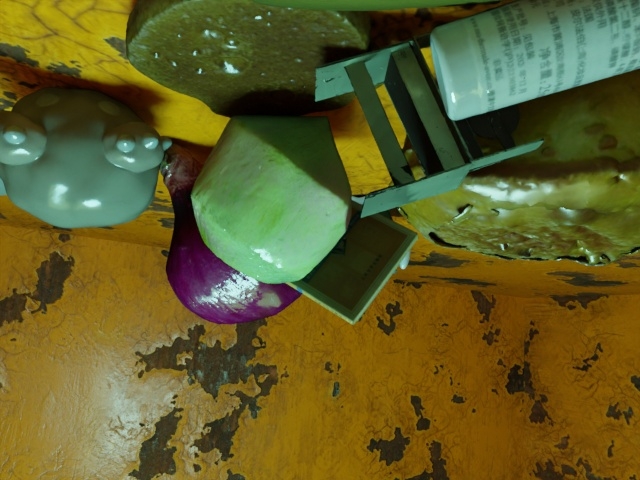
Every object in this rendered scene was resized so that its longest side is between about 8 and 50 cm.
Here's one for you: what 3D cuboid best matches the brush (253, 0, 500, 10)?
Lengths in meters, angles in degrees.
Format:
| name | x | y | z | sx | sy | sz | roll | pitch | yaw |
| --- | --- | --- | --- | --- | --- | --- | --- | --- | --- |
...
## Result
| name | x | y | z | sx | sy | sz | roll | pitch | yaw |
| --- | --- | --- | --- | --- | --- | --- | --- | --- | --- |
| brush | 0.046 | -0.196 | 0.325 | 0.198 | 0.059 | 0.123 | -1 | -159 | -4 |

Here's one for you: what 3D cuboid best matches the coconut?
| name | x | y | z | sx | sy | sz | roll | pitch | yaw |
| --- | --- | --- | --- | --- | --- | --- | --- | --- | --- |
| coconut | -0.058 | -0.070 | 0.640 | 0.205 | 0.235 | 0.236 | 34 | 161 | -16 |

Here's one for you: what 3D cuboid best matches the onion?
| name | x | y | z | sx | sy | sz | roll | pitch | yaw |
| --- | --- | --- | --- | --- | --- | --- | --- | --- | --- |
| onion | -0.176 | -0.035 | 0.918 | 0.385 | 0.347 | 0.348 | 48 | 153 | -17 |

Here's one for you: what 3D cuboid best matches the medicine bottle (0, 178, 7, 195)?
| name | x | y | z | sx | sy | sz | roll | pitch | yaw |
| --- | --- | --- | --- | --- | --- | --- | --- | --- | --- |
| medicine bottle | -0.636 | -0.173 | 0.814 | 0.110 | 0.110 | 0.352 | 7 | 169 | -7 |

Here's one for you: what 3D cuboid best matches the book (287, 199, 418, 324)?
| name | x | y | z | sx | sy | sz | roll | pitch | yaw |
| --- | --- | --- | --- | --- | --- | --- | --- | --- | --- |
| book | 0.000 | -0.001 | 0.712 | 0.242 | 0.170 | 0.018 | 29 | 156 | 26 |

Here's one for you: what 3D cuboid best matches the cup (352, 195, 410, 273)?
| name | x | y | z | sx | sy | sz | roll | pitch | yaw |
| --- | --- | --- | --- | --- | --- | --- | --- | --- | --- |
| cup | 0.105 | -0.013 | 1.133 | 0.300 | 0.173 | 0.168 | 12 | 167 | -34 |

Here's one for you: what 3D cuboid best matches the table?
| name | x | y | z | sx | sy | sz | roll | pitch | yaw |
| --- | --- | --- | --- | --- | --- | --- | --- | --- | --- |
| table | 0.099 | -0.121 | 0.466 | 0.176 | 0.146 | 0.062 | -17 | 162 | -7 |

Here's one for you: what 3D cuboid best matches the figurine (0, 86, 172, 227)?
| name | x | y | z | sx | sy | sz | roll | pitch | yaw |
| --- | --- | --- | --- | --- | --- | --- | --- | --- | --- |
| figurine | -0.384 | -0.110 | 0.781 | 0.249 | 0.203 | 0.381 | 5 | 171 | -19 |

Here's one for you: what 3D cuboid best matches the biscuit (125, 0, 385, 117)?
| name | x | y | z | sx | sy | sz | roll | pitch | yaw |
| --- | --- | --- | --- | --- | --- | --- | --- | --- | --- |
| biscuit | -0.067 | -0.206 | 0.520 | 0.273 | 0.049 | 0.257 | 1 | 171 | 32 |

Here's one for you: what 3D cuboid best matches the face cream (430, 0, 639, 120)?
| name | x | y | z | sx | sy | sz | roll | pitch | yaw |
| --- | --- | --- | --- | --- | --- | --- | --- | --- | --- |
| face cream | 0.227 | -0.169 | 0.369 | 0.269 | 0.081 | 0.082 | -13 | 165 | 13 |

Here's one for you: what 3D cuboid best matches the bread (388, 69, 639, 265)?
| name | x | y | z | sx | sy | sz | roll | pitch | yaw |
| --- | --- | --- | --- | --- | --- | --- | --- | --- | --- |
| bread | 0.277 | -0.085 | 0.598 | 0.359 | 0.204 | 0.337 | 4 | 173 | 25 |
